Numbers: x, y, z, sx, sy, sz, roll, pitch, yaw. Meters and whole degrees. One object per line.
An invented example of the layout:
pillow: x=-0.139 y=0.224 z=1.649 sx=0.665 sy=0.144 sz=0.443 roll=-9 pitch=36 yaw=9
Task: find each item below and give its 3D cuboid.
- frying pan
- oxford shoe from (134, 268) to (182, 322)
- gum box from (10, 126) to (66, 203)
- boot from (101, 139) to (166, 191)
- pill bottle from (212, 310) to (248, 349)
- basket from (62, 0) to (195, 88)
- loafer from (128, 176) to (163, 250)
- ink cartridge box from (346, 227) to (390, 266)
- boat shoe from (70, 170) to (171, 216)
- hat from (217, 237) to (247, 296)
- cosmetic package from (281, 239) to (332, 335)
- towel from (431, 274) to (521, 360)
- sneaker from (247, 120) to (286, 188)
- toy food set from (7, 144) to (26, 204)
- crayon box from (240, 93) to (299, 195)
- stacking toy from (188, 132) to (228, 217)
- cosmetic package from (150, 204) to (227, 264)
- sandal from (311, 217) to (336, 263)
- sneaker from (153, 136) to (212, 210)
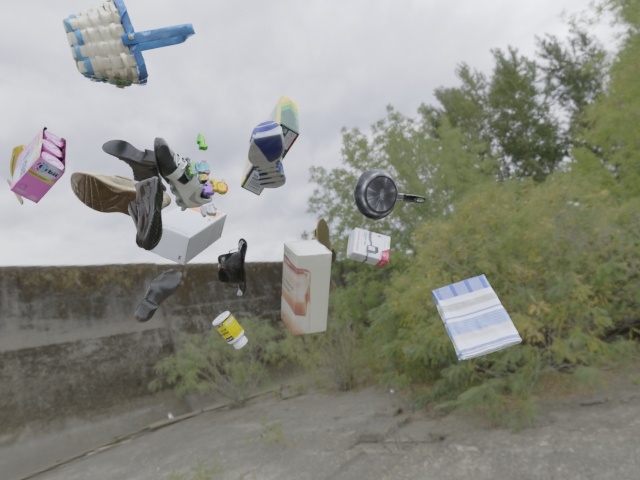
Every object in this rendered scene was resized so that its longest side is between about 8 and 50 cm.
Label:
frying pan: x=0.267 y=-0.147 z=1.665 sx=0.326 sy=0.197 sz=0.053 roll=28 pitch=-6 yaw=-25
oxford shoe: x=-0.536 y=0.178 z=1.425 sx=0.076 sy=0.076 sz=0.212 roll=-34 pitch=18 yaw=53
gum box: x=-0.674 y=-0.187 z=1.049 sx=0.107 sy=0.188 sz=0.062 roll=-44 pitch=-46 yaw=9
boot: x=-0.810 y=-0.309 z=1.904 sx=0.262 sy=0.091 sz=0.229 roll=17 pitch=-37 yaw=-6
pill bottle: x=-0.285 y=0.288 z=1.389 sx=0.065 sy=0.116 sz=0.065 roll=-34 pitch=12 yaw=8
basket: x=-0.477 y=-0.501 z=1.110 sx=0.288 sy=0.201 sz=0.255 roll=-23 pitch=23 yaw=-15
loafer: x=-0.467 y=-0.069 z=1.156 sx=0.078 sy=0.220 sz=0.080 roll=-5 pitch=-32 yaw=-2
ink cartridge box: x=0.184 y=0.027 z=1.667 sx=0.150 sy=0.109 sz=0.063 roll=15 pitch=-26 yaw=-13
boat shoe: x=-0.664 y=-0.154 z=1.444 sx=0.341 sy=0.122 sz=0.110 roll=18 pitch=26 yaw=11
hat: x=-0.458 y=0.133 z=2.212 sx=0.133 sy=0.331 sz=0.331 roll=4 pitch=-17 yaw=-18
cosmetic package: x=-0.054 y=0.161 z=1.522 sx=0.129 sy=0.296 sz=0.153 roll=-3 pitch=18 yaw=-23
towel: x=0.516 y=0.252 z=1.469 sx=0.209 sy=0.285 sz=0.034 roll=-18 pitch=-43 yaw=5
sneaker: x=-0.195 y=-0.335 z=1.537 sx=0.127 sy=0.182 sz=0.315 roll=-9 pitch=-23 yaw=-6
toy food set: x=-1.067 y=-0.251 z=1.592 sx=0.218 sy=0.128 sz=0.071 roll=-50 pitch=-14 yaw=33
crayon box: x=-0.227 y=-0.437 z=1.989 sx=0.106 sy=0.313 sz=0.363 roll=26 pitch=-56 yaw=-21
stacking toy: x=-0.363 y=-0.203 z=1.392 sx=0.052 sy=0.221 sz=0.167 roll=-10 pitch=-22 yaw=-33
cosmetic package: x=-0.701 y=-0.055 z=2.308 sx=0.230 sy=0.162 sz=0.453 roll=21 pitch=22 yaw=4
sandal: x=-0.003 y=0.004 z=1.954 sx=0.079 sy=0.240 sz=0.088 roll=9 pitch=43 yaw=35
sneaker: x=-0.482 y=-0.245 z=1.559 sx=0.146 sy=0.122 sz=0.331 roll=-9 pitch=-35 yaw=3
